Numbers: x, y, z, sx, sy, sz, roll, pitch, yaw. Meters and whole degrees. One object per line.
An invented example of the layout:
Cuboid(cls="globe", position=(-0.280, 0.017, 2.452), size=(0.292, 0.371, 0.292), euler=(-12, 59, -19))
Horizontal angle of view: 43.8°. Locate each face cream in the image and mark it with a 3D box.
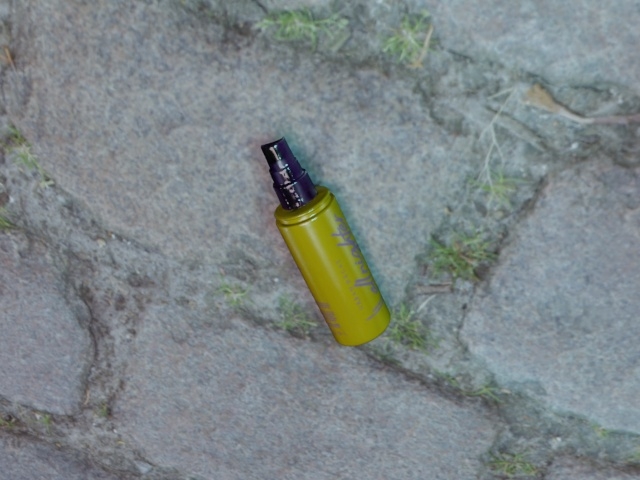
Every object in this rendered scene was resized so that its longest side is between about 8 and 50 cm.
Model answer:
Cuboid(cls="face cream", position=(0.000, 0.000, 0.952), size=(0.078, 0.078, 0.273), euler=(-15, 116, 24))
